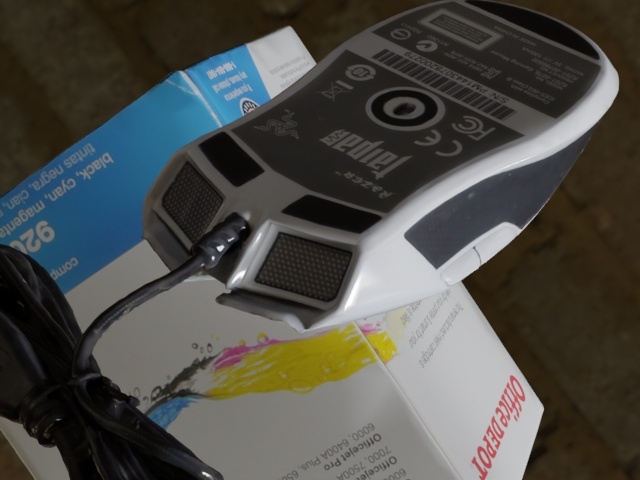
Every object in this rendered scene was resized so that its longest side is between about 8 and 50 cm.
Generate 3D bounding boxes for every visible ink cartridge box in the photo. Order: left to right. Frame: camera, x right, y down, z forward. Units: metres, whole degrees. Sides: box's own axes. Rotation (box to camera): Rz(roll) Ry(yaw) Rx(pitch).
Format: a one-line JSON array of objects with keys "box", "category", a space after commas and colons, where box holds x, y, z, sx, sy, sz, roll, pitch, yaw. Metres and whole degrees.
[{"box": [-0.035, 0.050, 0.812, 0.233, 0.168, 0.171, 56, 18, -2], "category": "ink cartridge box"}]

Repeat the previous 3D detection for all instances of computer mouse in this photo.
[{"box": [0.000, 0.000, 0.417, 0.106, 0.193, 0.042, 30, -43, 34], "category": "computer mouse"}]
